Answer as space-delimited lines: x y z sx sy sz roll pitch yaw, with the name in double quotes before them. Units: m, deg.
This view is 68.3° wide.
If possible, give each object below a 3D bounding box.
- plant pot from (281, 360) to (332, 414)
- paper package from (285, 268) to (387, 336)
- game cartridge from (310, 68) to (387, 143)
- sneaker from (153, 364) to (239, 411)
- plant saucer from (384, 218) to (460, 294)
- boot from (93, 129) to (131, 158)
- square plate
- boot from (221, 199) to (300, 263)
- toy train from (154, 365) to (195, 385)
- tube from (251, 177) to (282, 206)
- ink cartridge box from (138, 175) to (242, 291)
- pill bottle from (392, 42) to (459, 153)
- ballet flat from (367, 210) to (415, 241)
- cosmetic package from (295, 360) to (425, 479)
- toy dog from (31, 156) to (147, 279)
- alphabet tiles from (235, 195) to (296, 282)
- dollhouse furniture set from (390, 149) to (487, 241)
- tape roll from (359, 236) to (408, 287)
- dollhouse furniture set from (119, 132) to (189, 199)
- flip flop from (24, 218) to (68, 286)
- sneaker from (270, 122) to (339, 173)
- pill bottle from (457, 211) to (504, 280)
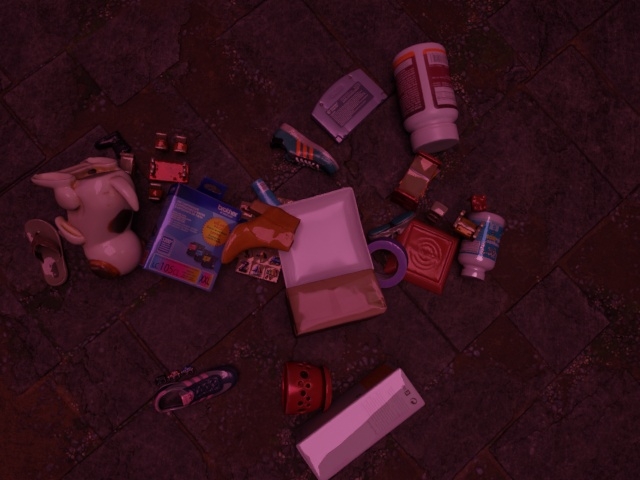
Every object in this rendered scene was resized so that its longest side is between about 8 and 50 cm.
"plant pot" -0.051 0.546 1.754 0.173 0.191 0.191 1 82 -10
"paper package" 0.043 0.240 1.737 0.324 0.309 0.168 -13 76 -8
"game cartridge" 0.112 -0.571 1.981 0.198 0.062 0.297 45 82 7
"sneaker" -0.456 0.560 1.742 0.318 0.131 0.112 -19 96 -6
"plant saucer" 0.423 0.056 1.924 0.258 0.048 0.259 22 82 -1
"boot" -0.829 -0.373 1.889 0.121 0.045 0.099 -35 89 -9
"square plate" 0.000 0.000 1.831 0.343 0.049 0.348 -15 82 3
"boot" -0.216 0.000 1.760 0.211 0.104 0.295 27 72 7
"toy train" -0.556 0.514 1.801 0.158 0.027 0.036 -18 73 -6
"tube" -0.199 -0.150 1.887 0.080 0.052 0.207 -33 88 -1
"ink cartridge box" -0.475 -0.039 1.771 0.269 0.151 0.396 24 78 -28
"pill bottle" 0.432 -0.568 1.918 0.223 0.224 0.393 -8 84 -5
"ballet flat" 0.295 -0.047 1.916 0.213 0.072 0.068 -26 115 1
"cosmetic package" 0.134 0.650 1.734 0.453 0.230 0.162 -35 86 -9
"toy dog" -0.771 -0.069 1.723 0.394 0.285 0.408 6 118 17
"alphabet tiles" -0.210 -0.016 1.885 0.284 0.011 0.343 15 77 3
"dollhouse furniture set" 0.486 -0.168 1.877 0.374 0.152 0.201 33 81 10
"tape roll" 0.248 0.085 1.853 0.188 0.080 0.189 3 101 14
"dollhouse furniture set" -0.654 -0.279 1.866 0.258 0.135 0.262 5 82 -15
"flip flop" -1.047 0.042 1.797 0.112 0.080 0.277 -20 85 -7
"sneaker" -0.069 -0.344 1.915 0.302 0.108 0.121 36 82 9
"pill bottle" 0.639 0.025 1.894 0.146 0.146 0.264 16 82 -2
